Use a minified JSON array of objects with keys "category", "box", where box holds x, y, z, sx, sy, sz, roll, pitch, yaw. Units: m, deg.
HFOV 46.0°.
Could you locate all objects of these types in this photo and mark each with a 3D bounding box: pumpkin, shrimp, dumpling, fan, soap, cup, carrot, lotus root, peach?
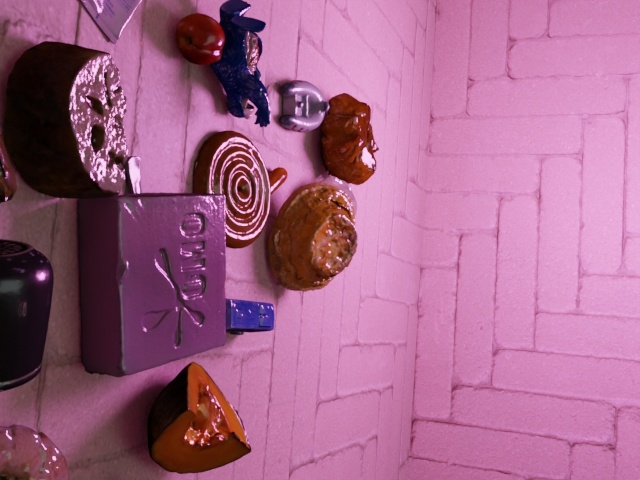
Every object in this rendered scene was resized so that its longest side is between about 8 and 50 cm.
[{"category":"pumpkin","box":[-0.264,0.333,1.442,0.169,0.148,0.312,57,-3,32]},{"category":"shrimp","box":[-0.454,0.394,0.993,0.360,0.085,0.246,-60,136,-56]},{"category":"dumpling","box":[0.023,-0.092,2.077,0.250,0.132,0.162,-35,135,-45]},{"category":"fan","box":[-0.326,-0.054,1.343,0.038,0.016,0.193,-31,120,-64]},{"category":"soap","box":[-0.285,0.062,1.307,0.285,0.107,0.296,-11,102,-59]},{"category":"cup","box":[-0.440,0.093,0.911,0.223,0.169,0.176,-4,105,-34]},{"category":"carrot","box":[-0.137,-0.113,1.782,0.248,0.043,0.043,-54,140,-52]},{"category":"lotus root","box":[-0.365,-0.169,1.090,0.138,0.119,0.234,-30,122,-65]},{"category":"peach","box":[-0.229,-0.389,1.453,0.101,0.101,0.100,2,90,-69]}]

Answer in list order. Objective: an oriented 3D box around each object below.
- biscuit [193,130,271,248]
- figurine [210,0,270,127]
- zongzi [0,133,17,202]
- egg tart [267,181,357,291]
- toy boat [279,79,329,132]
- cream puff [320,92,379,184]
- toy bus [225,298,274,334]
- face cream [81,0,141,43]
[{"category":"biscuit","box":[-0.181,-0.110,1.627,0.262,0.037,0.261,4,85,-60]},{"category":"figurine","box":[-0.176,-0.361,1.576,0.164,0.121,0.262,-119,-158,-54]},{"category":"zongzi","box":[-0.486,-0.114,0.812,0.289,0.123,0.260,-39,131,-50]},{"category":"egg tart","box":[0.000,0.000,1.909,0.294,0.123,0.293,-15,112,-40]},{"category":"toy boat","box":[-0.039,-0.349,1.960,0.208,0.079,0.134,-10,99,-66]},{"category":"cream puff","box":[0.078,-0.281,2.173,0.241,0.155,0.268,-66,143,-54]},{"category":"toy bus","box":[-0.177,0.167,1.634,0.236,0.094,0.079,18,75,-67]},{"category":"face cream","box":[-0.324,-0.450,1.268,0.224,0.070,0.114,-64,150,-22]}]
